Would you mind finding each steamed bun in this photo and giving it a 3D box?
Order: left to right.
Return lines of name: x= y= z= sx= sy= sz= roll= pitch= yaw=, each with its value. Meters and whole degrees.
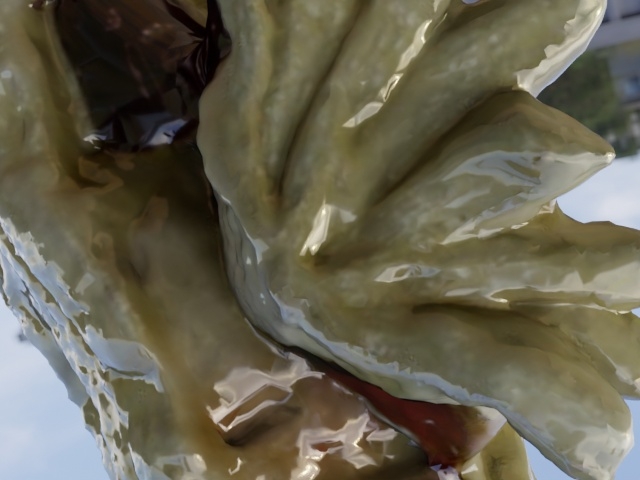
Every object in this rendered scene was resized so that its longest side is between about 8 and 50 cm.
steamed bun: x=0.000 y=0.000 z=0.660 sx=0.247 sy=0.428 sz=0.189 roll=-23 pitch=167 yaw=-12
